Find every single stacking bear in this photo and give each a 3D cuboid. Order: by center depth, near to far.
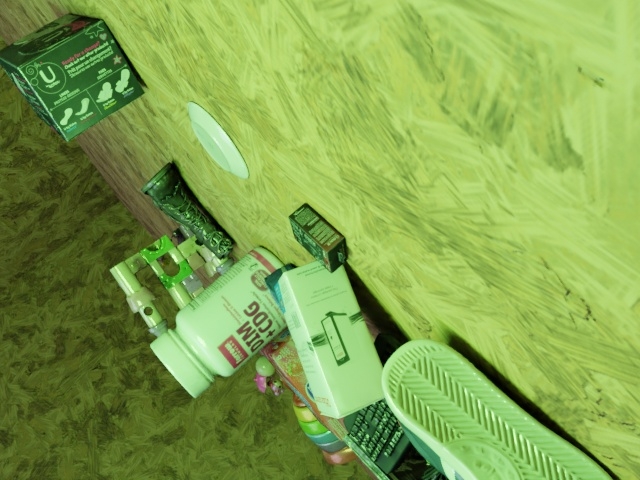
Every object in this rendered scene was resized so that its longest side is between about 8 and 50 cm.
[{"bbox_3d":[0.005,0.391,1.590,0.289,0.164,0.175,58,164,-15],"label":"stacking bear"}]

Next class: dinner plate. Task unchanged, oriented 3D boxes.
[{"bbox_3d":[-0.159,-0.145,0.967,0.141,0.017,0.141,47,165,16],"label":"dinner plate"}]

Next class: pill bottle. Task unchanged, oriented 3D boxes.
[{"bbox_3d":[-0.174,0.158,1.245,0.160,0.283,0.160,45,165,15],"label":"pill bottle"}]

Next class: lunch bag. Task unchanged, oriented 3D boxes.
[{"bbox_3d":[-0.050,0.094,1.150,0.098,0.065,0.067,61,177,-19],"label":"lunch bag"}]

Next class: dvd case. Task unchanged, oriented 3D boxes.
[{"bbox_3d":[0.157,0.400,1.176,0.164,0.018,0.221,41,-163,31],"label":"dvd case"}]

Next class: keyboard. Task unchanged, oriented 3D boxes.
[{"bbox_3d":[0.130,0.280,0.968,0.201,0.033,0.317,36,144,20],"label":"keyboard"}]

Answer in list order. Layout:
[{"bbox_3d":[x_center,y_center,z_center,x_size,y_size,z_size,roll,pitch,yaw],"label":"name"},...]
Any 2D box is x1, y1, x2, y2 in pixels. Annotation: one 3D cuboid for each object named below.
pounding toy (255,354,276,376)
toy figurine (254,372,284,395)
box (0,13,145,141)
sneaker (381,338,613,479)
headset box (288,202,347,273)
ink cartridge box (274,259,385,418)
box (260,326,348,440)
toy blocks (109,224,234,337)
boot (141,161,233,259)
[{"bbox_3d":[-0.153,0.205,1.608,0.237,0.183,0.110,40,-171,20],"label":"pounding toy"},{"bbox_3d":[-0.122,0.414,1.992,0.173,0.159,0.130,48,166,1],"label":"toy figurine"},{"bbox_3d":[-0.445,-0.297,1.132,0.247,0.163,0.142,31,153,50],"label":"box"},{"bbox_3d":[0.211,0.256,0.706,0.350,0.131,0.148,49,174,23],"label":"sneaker"},{"bbox_3d":[0.000,0.000,0.831,0.083,0.032,0.062,41,164,25],"label":"headset box"},{"bbox_3d":[0.012,0.136,0.909,0.148,0.085,0.203,132,118,-75],"label":"ink cartridge box"},{"bbox_3d":[-0.005,0.297,1.422,0.257,0.122,0.128,53,164,-13],"label":"box"},{"bbox_3d":[-0.372,0.115,1.710,0.260,0.288,0.309,57,162,-7],"label":"toy blocks"},{"bbox_3d":[-0.286,-0.055,1.473,0.229,0.091,0.263,43,169,4],"label":"boot"}]
